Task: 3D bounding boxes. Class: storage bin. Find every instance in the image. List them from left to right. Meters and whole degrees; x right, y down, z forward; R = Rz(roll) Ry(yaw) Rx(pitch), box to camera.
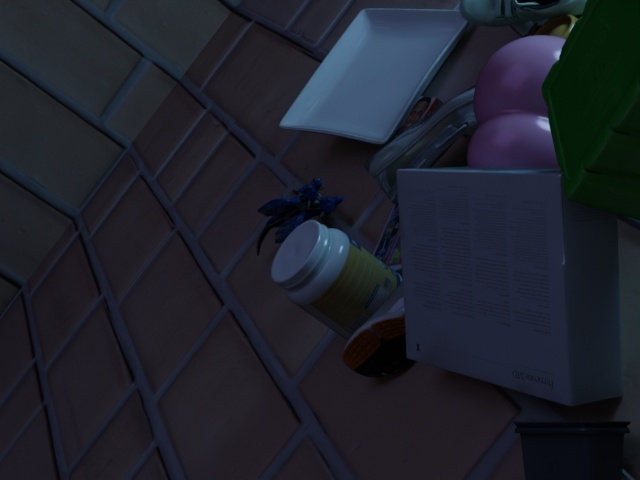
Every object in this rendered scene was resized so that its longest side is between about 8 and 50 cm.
[{"bbox_3d":[0.302,0.260,1.363,0.135,0.098,0.091,-11,76,54],"label":"storage bin"}]

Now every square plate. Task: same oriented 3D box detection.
[{"bbox_3d":[0.117,-0.340,2.384,0.344,0.049,0.347,15,65,50],"label":"square plate"}]

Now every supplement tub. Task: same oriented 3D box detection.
[{"bbox_3d":[0.031,0.070,1.922,0.144,0.199,0.144,-39,29,27],"label":"supplement tub"}]

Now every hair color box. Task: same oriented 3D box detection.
[{"bbox_3d":[0.181,-0.206,2.192,0.141,0.043,0.072,-56,24,-6],"label":"hair color box"}]

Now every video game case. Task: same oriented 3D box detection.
[{"bbox_3d":[0.174,-0.030,2.011,0.183,0.023,0.201,-11,49,55],"label":"video game case"}]

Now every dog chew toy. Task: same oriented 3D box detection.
[{"bbox_3d":[0.311,-0.138,1.719,0.206,0.206,0.332,-11,56,55],"label":"dog chew toy"}]

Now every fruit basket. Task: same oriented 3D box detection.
[{"bbox_3d":[0.472,-0.168,1.258,0.392,0.392,0.283,-31,54,39],"label":"fruit basket"}]

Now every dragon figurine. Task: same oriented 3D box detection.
[{"bbox_3d":[-0.065,-0.050,2.302,0.289,0.085,0.144,-29,1,30],"label":"dragon figurine"}]

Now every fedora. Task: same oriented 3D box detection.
[{"bbox_3d":[0.398,-0.313,1.913,0.194,0.079,0.194,-40,28,28],"label":"fedora"}]

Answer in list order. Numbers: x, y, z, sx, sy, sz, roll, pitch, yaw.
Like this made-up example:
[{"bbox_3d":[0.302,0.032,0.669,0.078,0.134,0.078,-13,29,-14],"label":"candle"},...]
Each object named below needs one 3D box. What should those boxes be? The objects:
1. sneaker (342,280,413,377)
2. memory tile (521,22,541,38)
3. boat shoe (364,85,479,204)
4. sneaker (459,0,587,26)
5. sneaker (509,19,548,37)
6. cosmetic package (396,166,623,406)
[{"bbox_3d":[0.142,0.112,1.826,0.262,0.099,0.121,-40,16,17],"label":"sneaker"},{"bbox_3d":[0.339,-0.312,2.033,0.113,0.012,0.148,-64,7,-34],"label":"memory tile"},{"bbox_3d":[0.225,-0.183,1.997,0.320,0.103,0.118,-34,2,21],"label":"boat shoe"},{"bbox_3d":[0.330,-0.421,1.958,0.255,0.151,0.094,1,95,34],"label":"sneaker"},{"bbox_3d":[0.406,-0.482,2.102,0.111,0.103,0.252,-29,43,40],"label":"sneaker"},{"bbox_3d":[0.242,0.045,1.544,0.377,0.097,0.285,9,102,62],"label":"cosmetic package"}]
